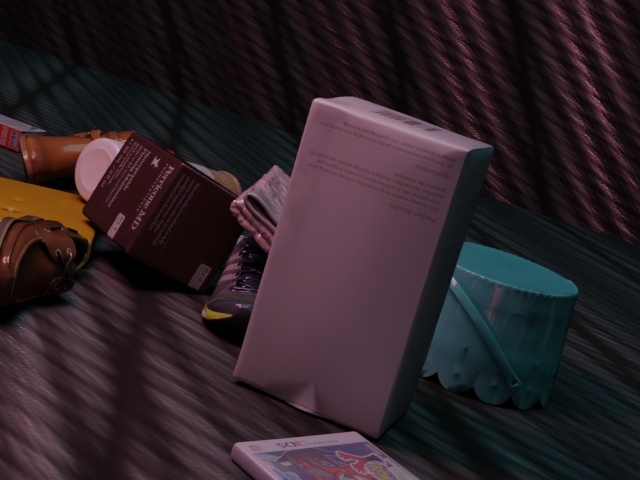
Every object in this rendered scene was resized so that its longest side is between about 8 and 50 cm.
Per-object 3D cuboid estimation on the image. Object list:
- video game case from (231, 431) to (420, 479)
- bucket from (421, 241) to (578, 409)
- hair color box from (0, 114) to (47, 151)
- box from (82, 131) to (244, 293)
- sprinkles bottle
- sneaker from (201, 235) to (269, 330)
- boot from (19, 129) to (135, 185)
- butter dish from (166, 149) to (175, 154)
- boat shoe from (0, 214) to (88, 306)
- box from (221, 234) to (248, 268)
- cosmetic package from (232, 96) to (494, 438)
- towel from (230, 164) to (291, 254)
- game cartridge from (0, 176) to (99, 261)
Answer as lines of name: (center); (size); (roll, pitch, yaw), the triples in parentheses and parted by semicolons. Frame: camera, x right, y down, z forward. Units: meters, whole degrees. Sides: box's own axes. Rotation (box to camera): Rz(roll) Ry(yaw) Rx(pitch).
video game case: (0.032, 0.264, 1.067); (0.183, 0.023, 0.201); (4, 17, -41)
bucket: (0.262, 0.124, 1.582); (0.281, 0.183, 0.281); (15, 13, -3)
hair color box: (-0.727, -0.251, 2.295); (0.167, 0.053, 0.093); (19, 12, 21)
box: (-0.250, -0.049, 1.635); (0.167, 0.168, 0.203); (33, -1, -39)
sprinkles bottle: (-0.300, -0.104, 1.917); (0.121, 0.121, 0.355); (24, 7, 34)
sneaker: (-0.113, 0.059, 1.544); (0.111, 0.121, 0.300); (14, 13, -6)
boot: (-0.477, -0.171, 2.019); (0.220, 0.109, 0.283); (-7, 1, -2)
butter dish: (-0.336, -0.135, 2.118); (0.160, 0.118, 0.160); (12, 12, -14)
boat shoe: (-0.389, 0.023, 1.393); (0.104, 0.110, 0.307); (13, 13, -6)
box: (-0.192, 0.007, 1.864); (0.186, 0.038, 0.145); (23, 14, 24)
cosmetic package: (0.055, 0.030, 1.281); (0.217, 0.385, 0.156); (22, 15, 17)
towel: (0.003, 0.026, 1.619); (0.332, 0.053, 0.317); (49, 13, -4)
game cartridge: (-0.516, -0.046, 1.693); (0.285, 0.052, 0.323); (14, 10, -10)
